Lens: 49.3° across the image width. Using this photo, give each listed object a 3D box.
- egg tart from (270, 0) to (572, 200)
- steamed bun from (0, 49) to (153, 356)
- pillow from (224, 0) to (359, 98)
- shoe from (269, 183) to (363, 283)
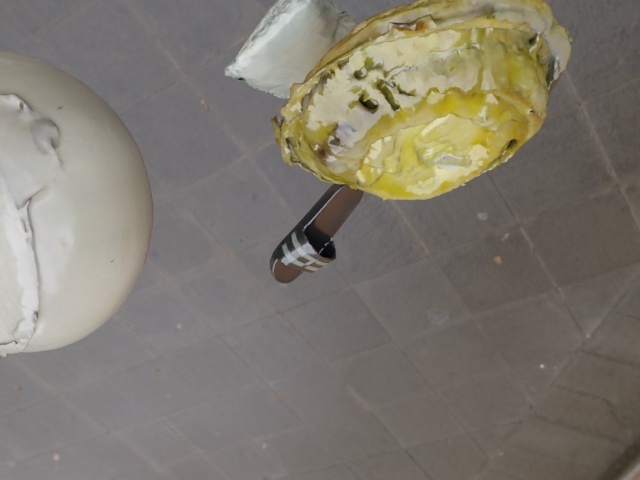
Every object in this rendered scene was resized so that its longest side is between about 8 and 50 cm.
[{"bbox_3d":[0.098,-0.110,0.631,0.278,0.095,0.279,-15,157,-7],"label":"egg tart"},{"bbox_3d":[-0.355,-0.054,0.876,0.374,0.241,0.375,18,119,35],"label":"steamed bun"},{"bbox_3d":[-0.008,-0.209,0.787,0.128,0.229,0.051,-41,73,21],"label":"pillow"},{"bbox_3d":[0.000,0.000,0.901,0.071,0.049,0.179,13,123,-49],"label":"shoe"}]
